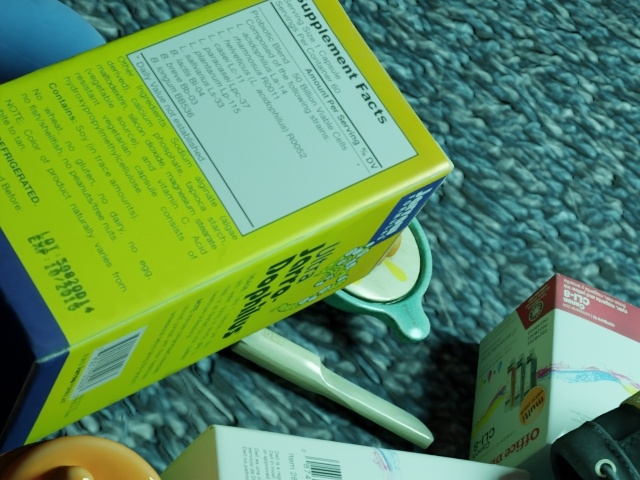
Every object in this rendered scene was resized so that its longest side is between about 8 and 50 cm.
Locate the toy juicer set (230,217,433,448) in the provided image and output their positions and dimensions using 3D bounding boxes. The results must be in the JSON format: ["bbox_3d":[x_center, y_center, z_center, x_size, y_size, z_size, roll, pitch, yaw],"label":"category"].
[{"bbox_3d":[0.000,0.000,1.493,0.209,0.089,0.329,12,54,-27],"label":"toy juicer set"}]

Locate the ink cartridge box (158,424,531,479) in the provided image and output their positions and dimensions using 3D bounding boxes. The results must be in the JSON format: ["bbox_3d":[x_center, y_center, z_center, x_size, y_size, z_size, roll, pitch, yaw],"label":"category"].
[{"bbox_3d":[0.028,0.262,1.306,0.278,0.117,0.201,11,54,-27],"label":"ink cartridge box"}]

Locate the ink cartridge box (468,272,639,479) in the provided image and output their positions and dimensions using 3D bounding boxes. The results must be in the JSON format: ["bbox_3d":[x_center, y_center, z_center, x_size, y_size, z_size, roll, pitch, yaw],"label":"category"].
[{"bbox_3d":[0.211,0.148,1.502,0.127,0.128,0.176,24,49,-18],"label":"ink cartridge box"}]

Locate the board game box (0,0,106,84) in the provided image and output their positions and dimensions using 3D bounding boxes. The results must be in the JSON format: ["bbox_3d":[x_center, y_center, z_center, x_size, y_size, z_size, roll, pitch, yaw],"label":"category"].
[{"bbox_3d":[-0.250,-0.140,1.467,0.133,0.033,0.168,30,42,-6],"label":"board game box"}]

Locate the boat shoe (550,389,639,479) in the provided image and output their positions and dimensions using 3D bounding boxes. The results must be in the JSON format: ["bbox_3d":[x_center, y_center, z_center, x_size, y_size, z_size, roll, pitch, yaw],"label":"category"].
[{"bbox_3d":[0.293,0.346,1.305,0.156,0.187,0.500,-14,77,-10],"label":"boat shoe"}]

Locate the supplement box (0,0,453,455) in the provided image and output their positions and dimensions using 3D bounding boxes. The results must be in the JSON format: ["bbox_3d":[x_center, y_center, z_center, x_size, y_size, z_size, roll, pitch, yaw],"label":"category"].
[{"bbox_3d":[-0.119,-0.024,1.311,0.357,0.195,0.194,-25,75,-29],"label":"supplement box"}]

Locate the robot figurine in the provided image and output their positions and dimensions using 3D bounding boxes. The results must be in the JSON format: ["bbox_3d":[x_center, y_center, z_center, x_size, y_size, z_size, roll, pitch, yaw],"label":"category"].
[{"bbox_3d":[-0.169,0.193,1.166,0.158,0.219,0.128,-19,89,-23],"label":"robot figurine"}]
